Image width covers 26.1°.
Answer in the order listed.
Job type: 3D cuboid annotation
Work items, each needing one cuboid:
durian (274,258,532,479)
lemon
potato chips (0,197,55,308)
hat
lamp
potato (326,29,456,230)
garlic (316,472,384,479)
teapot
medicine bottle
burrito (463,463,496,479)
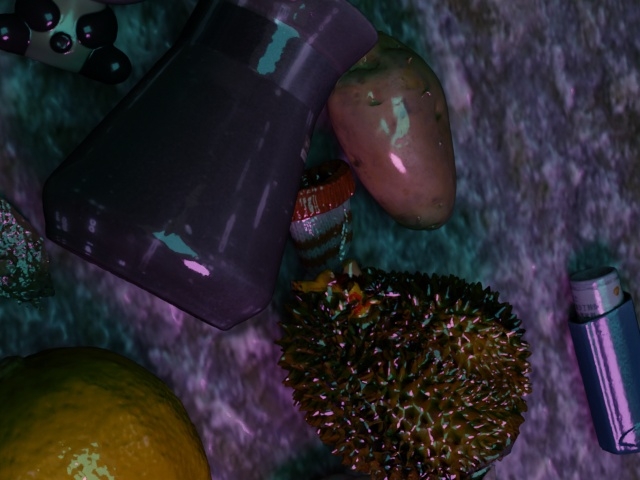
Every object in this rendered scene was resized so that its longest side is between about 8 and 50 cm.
[{"bbox_3d":[0.089,0.145,1.535,0.293,0.258,0.258,15,88,-33],"label":"durian"},{"bbox_3d":[-0.235,0.248,1.419,0.245,0.245,0.320,-36,110,-15],"label":"lemon"},{"bbox_3d":[-0.397,0.030,1.455,0.220,0.029,0.202,-14,96,-18],"label":"potato chips"},{"bbox_3d":[0.000,0.000,1.579,0.112,0.094,0.162,-33,115,-47],"label":"hat"},{"bbox_3d":[-0.241,-0.296,1.418,0.198,0.198,0.244,16,97,-22],"label":"lamp"},{"bbox_3d":[0.089,-0.126,1.566,0.161,0.128,0.234,-5,83,-54],"label":"potato"},{"bbox_3d":[0.052,0.369,1.609,0.226,0.199,0.199,27,83,-54],"label":"garlic"},{"bbox_3d":[-0.104,-0.100,1.423,0.253,0.300,0.344,29,84,3],"label":"teapot"},{"bbox_3d":[0.386,0.157,1.743,0.124,0.079,0.258,-21,100,-15],"label":"medicine bottle"},{"bbox_3d":[0.221,0.471,1.705,0.117,0.076,0.392,-19,98,-12],"label":"burrito"}]
